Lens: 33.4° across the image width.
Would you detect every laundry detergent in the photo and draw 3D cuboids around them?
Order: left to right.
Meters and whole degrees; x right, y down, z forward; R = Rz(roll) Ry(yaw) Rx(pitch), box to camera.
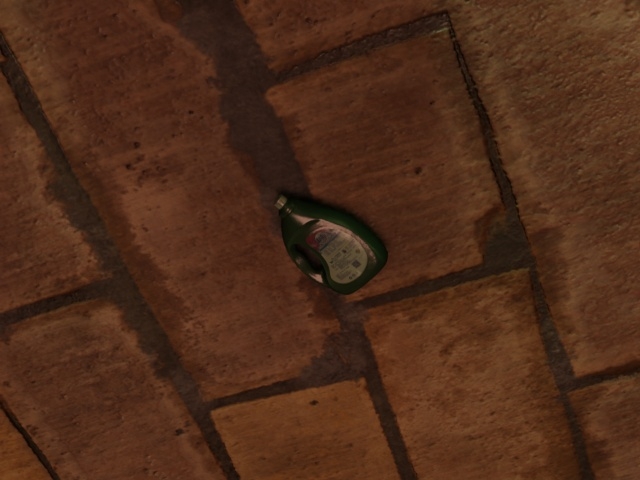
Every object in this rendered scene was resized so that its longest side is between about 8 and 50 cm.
[{"bbox_3d":[0.000,0.000,1.791,0.211,0.063,0.137,37,122,-19],"label":"laundry detergent"}]
